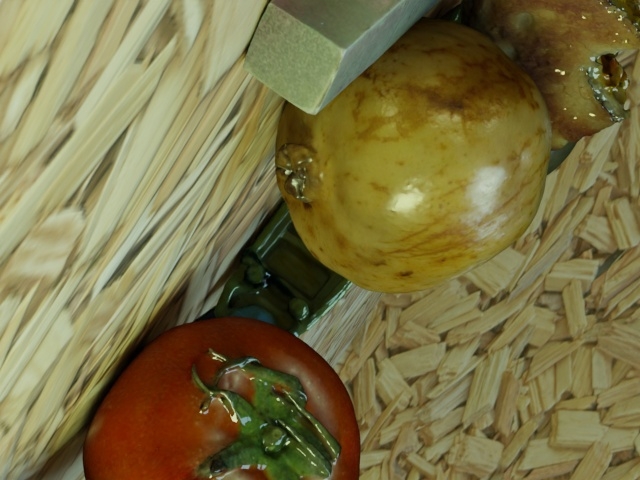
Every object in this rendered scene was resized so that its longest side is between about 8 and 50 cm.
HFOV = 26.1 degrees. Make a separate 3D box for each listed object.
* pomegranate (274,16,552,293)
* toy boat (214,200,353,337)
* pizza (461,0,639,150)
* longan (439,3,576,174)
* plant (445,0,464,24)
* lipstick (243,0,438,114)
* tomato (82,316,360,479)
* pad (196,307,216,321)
[{"bbox_3d":[0.070,-0.071,1.137,0.248,0.248,0.248,-54,173,-10],"label":"pomegranate"},{"bbox_3d":[-0.001,0.002,1.427,0.276,0.111,0.084,-53,177,-12],"label":"toy boat"},{"bbox_3d":[0.202,-0.178,1.186,0.305,0.161,0.085,78,31,-62],"label":"pizza"},{"bbox_3d":[0.209,-0.176,1.588,0.248,0.248,0.248,-54,173,-10],"label":"longan"},{"bbox_3d":[0.158,-0.278,1.347,0.251,0.180,0.333,-37,-170,-40],"label":"plant"},{"bbox_3d":[0.054,-0.200,1.047,0.317,0.068,0.066,-48,170,-47],"label":"lipstick"},{"bbox_3d":[-0.088,0.198,1.240,0.224,0.256,0.256,-37,-171,48],"label":"tomato"},{"bbox_3d":[-0.136,0.133,1.559,0.202,0.005,0.300,-59,172,20],"label":"pad"}]
